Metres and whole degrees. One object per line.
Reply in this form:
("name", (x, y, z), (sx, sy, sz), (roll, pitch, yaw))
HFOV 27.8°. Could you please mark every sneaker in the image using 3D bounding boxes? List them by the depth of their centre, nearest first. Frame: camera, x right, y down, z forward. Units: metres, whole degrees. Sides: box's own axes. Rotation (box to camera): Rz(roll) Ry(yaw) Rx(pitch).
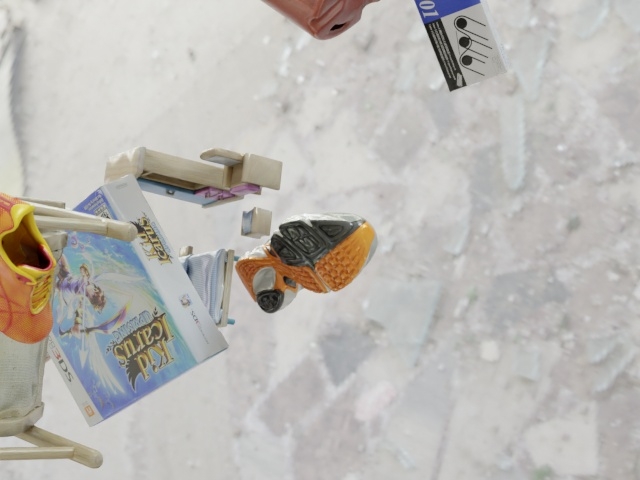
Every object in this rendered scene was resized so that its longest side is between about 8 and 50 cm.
("sneaker", (-0.257, 0.034, 1.109), (0.067, 0.175, 0.064), (20, 53, 23))
("sneaker", (0.000, 0.000, 1.498), (0.121, 0.099, 0.262), (-39, 9, -30))

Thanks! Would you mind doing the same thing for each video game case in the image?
("video game case", (-0.266, 0.084, 1.635), (0.269, 0.061, 0.244), (-33, 87, 44))

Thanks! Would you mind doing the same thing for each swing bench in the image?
("swing bench", (-0.326, 0.086, 1.356), (0.254, 0.165, 0.253), (13, 97, 60))

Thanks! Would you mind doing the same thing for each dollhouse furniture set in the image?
("dollhouse furniture set", (-0.230, 0.017, 2.097), (0.286, 0.198, 0.303), (-11, 71, 57))

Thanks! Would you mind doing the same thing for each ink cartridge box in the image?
("ink cartridge box", (0.207, -0.341, 1.971), (0.097, 0.207, 0.046), (-18, 15, 22))

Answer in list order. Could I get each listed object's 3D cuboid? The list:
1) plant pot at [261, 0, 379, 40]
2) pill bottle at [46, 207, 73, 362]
("plant pot", (-0.034, -0.378, 1.417), (0.265, 0.272, 0.272), (41, 109, 10))
("pill bottle", (-0.458, 0.078, 2.114), (0.278, 0.162, 0.162), (-51, 39, 42))
